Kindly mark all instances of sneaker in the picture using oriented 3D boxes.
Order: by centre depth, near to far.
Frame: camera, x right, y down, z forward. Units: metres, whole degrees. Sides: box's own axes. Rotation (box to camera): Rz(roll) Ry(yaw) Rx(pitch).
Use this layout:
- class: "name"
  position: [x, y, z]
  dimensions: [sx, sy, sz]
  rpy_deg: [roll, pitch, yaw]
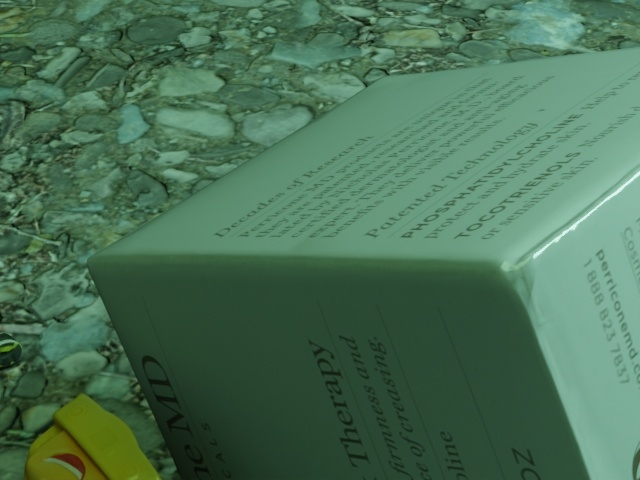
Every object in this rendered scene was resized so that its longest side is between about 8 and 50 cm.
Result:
- class: "sneaker"
  position: [-0.322, 0.109, 1.318]
  dimensions: [0.083, 0.031, 0.035]
  rpy_deg: [-11, 22, -17]

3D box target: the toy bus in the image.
- class: "toy bus"
  position: [-0.181, 0.246, 0.953]
  dimensions: [0.211, 0.220, 0.149]
  rpy_deg: [-28, 39, -21]

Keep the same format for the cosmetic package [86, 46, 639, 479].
- class: "cosmetic package"
  position: [0.125, 0.081, 0.957]
  dimensions: [0.327, 0.329, 0.394]
  rpy_deg: [-35, 22, -36]
